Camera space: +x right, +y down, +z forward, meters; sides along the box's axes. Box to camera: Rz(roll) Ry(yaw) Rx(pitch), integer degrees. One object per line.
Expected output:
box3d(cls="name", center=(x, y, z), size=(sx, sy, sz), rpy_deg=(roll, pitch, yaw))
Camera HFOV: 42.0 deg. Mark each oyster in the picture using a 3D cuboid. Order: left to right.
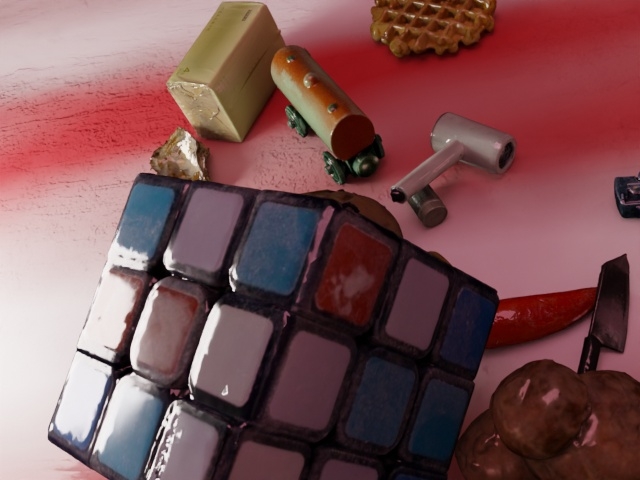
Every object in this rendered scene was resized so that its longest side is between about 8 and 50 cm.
box3d(cls="oyster", center=(-0.254, -0.146, 1.582), size=(0.177, 0.056, 0.105), rpy_deg=(32, 77, 37))

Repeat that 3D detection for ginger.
box3d(cls="ginger", center=(0.281, 0.220, 0.935), size=(0.245, 0.304, 0.155), rpy_deg=(4, 62, 5))

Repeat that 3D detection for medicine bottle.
box3d(cls="medicine bottle", center=(0.168, -0.065, 1.357), size=(0.047, 0.047, 0.083), rpy_deg=(-29, 50, -2))

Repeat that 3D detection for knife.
box3d(cls="knife", center=(0.390, 0.117, 1.134), size=(0.060, 0.028, 0.230), rpy_deg=(21, 68, -3))

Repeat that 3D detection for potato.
box3d(cls="potato", center=(0.000, 0.000, 1.311), size=(0.262, 0.165, 0.165), rpy_deg=(-3, 53, 11))

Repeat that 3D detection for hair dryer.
box3d(cls="hair dryer", center=(0.197, -0.122, 1.332), size=(0.131, 0.073, 0.236), rpy_deg=(28, 46, 34))

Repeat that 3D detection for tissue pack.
box3d(cls="tissue pack", center=(-0.171, -0.330, 1.620), size=(0.125, 0.159, 0.234), rpy_deg=(12, 60, 29))

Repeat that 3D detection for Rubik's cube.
box3d(cls="Rubik's cube", center=(-0.049, 0.144, 0.988), size=(0.363, 0.362, 0.358), rpy_deg=(13, 83, 48))

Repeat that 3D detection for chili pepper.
box3d(cls="chili pepper", center=(0.273, 0.110, 1.176), size=(0.272, 0.063, 0.071), rpy_deg=(-12, 64, 9))

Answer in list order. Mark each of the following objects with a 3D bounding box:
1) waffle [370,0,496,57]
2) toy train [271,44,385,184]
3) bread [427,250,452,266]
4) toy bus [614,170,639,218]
box3d(cls="waffle", center=(0.217, -0.454, 1.630), size=(0.249, 0.056, 0.253), rpy_deg=(-8, 51, 16))
box3d(cls="toy train", center=(0.007, -0.226, 1.460), size=(0.116, 0.177, 0.285), rpy_deg=(-32, 50, -3))
box3d(cls="bread", center=(0.174, 0.062, 1.253), size=(0.066, 0.060, 0.110), rpy_deg=(-49, 44, 21))
box3d(cls="toy bus", center=(0.519, -0.069, 1.222), size=(0.166, 0.047, 0.065), rpy_deg=(-4, 57, 18))
